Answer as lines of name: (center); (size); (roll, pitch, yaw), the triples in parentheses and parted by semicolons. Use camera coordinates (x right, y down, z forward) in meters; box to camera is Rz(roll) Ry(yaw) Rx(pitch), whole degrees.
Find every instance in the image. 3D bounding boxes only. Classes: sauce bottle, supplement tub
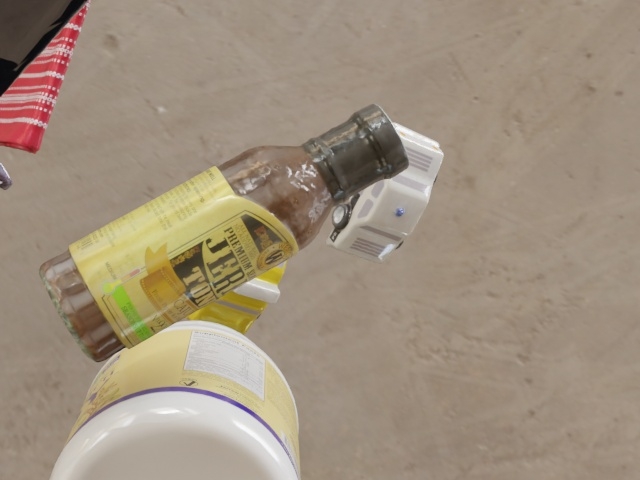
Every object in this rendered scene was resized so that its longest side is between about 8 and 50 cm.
sauce bottle: (-0.082, -0.016, 1.085); (0.344, 0.111, 0.111); (-30, 112, -5)
supplement tub: (-0.141, 0.225, 1.239); (0.241, 0.331, 0.241); (-1, 102, -2)

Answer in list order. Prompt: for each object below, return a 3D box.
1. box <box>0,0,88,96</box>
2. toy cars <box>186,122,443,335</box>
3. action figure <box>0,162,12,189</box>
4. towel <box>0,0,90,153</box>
box: (-0.320, -0.175, 0.510); (0.179, 0.343, 0.312); (-42, 85, 22)
toy cars: (0.000, 0.000, 1.516); (0.393, 0.087, 0.176); (-27, 123, -7)
action figure: (-0.532, -0.054, 1.551); (0.185, 0.285, 0.099); (-25, 100, 25)
towel: (-0.348, -0.239, 1.440); (0.031, 0.199, 0.275); (21, 85, -38)
